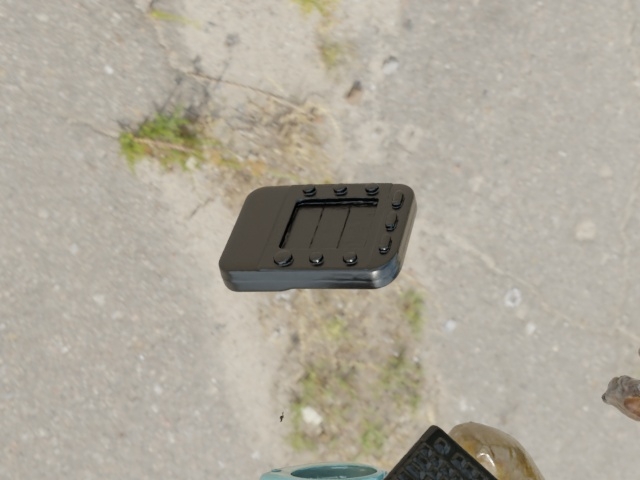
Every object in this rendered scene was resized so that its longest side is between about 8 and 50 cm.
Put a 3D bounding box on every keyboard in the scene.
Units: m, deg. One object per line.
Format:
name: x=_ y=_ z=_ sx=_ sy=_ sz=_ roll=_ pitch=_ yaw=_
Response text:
keyboard: x=0.131 y=0.238 z=0.996 sx=0.103 sy=0.381 sz=0.041 roll=-40 pitch=160 yaw=-42

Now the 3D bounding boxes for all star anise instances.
star anise: x=0.417 y=0.175 z=1.374 sx=0.172 sy=0.208 sz=0.063 roll=-40 pitch=120 yaw=11

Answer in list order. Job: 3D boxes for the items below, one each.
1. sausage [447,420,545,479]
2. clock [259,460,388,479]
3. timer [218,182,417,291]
sausage: x=0.262 y=0.396 z=1.394 sx=0.123 sy=0.136 sz=0.501 roll=-37 pitch=113 yaw=-13
clock: x=0.017 y=0.244 z=1.149 sx=0.108 sy=0.147 sz=0.045 roll=-2 pitch=89 yaw=-36
timer: x=0.000 y=0.000 z=1.235 sx=0.144 sy=0.187 sz=0.055 roll=-70 pitch=153 yaw=-48
